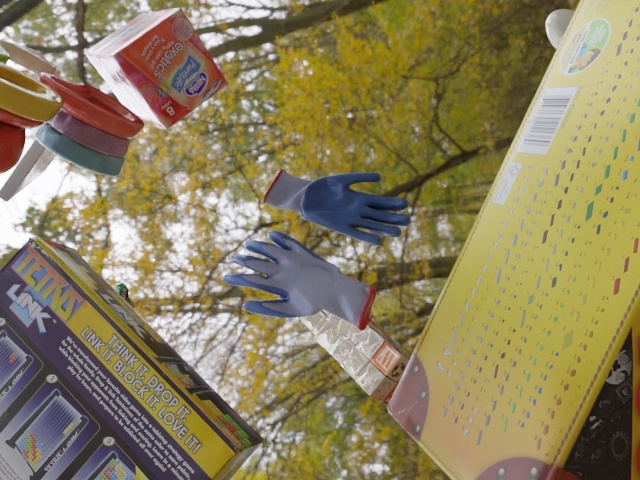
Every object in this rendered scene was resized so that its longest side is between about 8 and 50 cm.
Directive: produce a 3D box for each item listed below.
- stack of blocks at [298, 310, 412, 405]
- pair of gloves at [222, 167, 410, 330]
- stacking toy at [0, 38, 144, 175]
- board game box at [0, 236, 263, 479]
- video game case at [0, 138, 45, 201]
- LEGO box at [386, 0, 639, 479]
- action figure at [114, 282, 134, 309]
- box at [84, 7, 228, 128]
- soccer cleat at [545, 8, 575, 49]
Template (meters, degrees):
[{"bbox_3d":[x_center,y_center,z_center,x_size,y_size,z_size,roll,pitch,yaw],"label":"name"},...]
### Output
[{"bbox_3d":[0.070,0.191,1.228,0.087,0.297,0.171,-51,-44,1],"label":"stack of blocks"},{"bbox_3d":[0.000,0.000,0.660,0.023,0.159,0.198,87,-156,-57],"label":"pair of gloves"},{"bbox_3d":[-0.425,-0.181,0.891,0.130,0.279,0.309,-59,-18,10],"label":"stacking toy"},{"bbox_3d":[-0.140,0.105,0.354,0.141,0.170,0.048,-48,-16,-2],"label":"board game box"},{"bbox_3d":[-0.526,-0.191,1.258,0.025,0.204,0.285,36,-173,-18],"label":"video game case"},{"bbox_3d":[0.338,0.005,0.500,0.372,0.193,0.500,23,-87,-21],"label":"LEGO box"},{"bbox_3d":[-0.408,0.198,1.297,0.137,0.063,0.232,-10,-74,-57],"label":"action figure"},{"bbox_3d":[-0.310,-0.319,1.190,0.142,0.300,0.154,-40,-59,-12],"label":"box"},{"bbox_3d":[0.442,-0.296,1.043,0.196,0.068,0.076,42,-152,-12],"label":"soccer cleat"}]
